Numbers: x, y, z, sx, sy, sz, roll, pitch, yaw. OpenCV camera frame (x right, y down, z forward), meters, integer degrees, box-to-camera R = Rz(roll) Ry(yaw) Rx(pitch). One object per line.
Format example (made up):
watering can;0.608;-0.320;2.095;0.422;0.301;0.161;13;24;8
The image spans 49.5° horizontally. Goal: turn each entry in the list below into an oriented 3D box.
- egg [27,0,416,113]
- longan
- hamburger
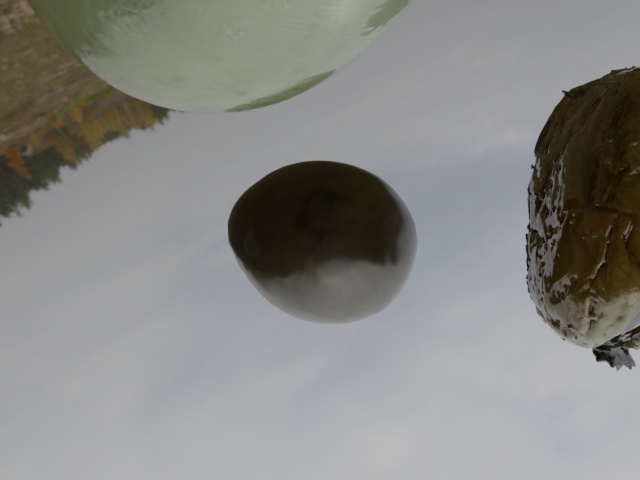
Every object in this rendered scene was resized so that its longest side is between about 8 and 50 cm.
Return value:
egg;-0.043;-0.180;0.365;0.218;0.218;0.295;-37;-154;-34
longan;0.000;0.000;0.903;0.248;0.248;0.248;-24;-164;7
hamburger;0.290;-0.023;0.668;0.132;0.309;0.211;6;-177;1
